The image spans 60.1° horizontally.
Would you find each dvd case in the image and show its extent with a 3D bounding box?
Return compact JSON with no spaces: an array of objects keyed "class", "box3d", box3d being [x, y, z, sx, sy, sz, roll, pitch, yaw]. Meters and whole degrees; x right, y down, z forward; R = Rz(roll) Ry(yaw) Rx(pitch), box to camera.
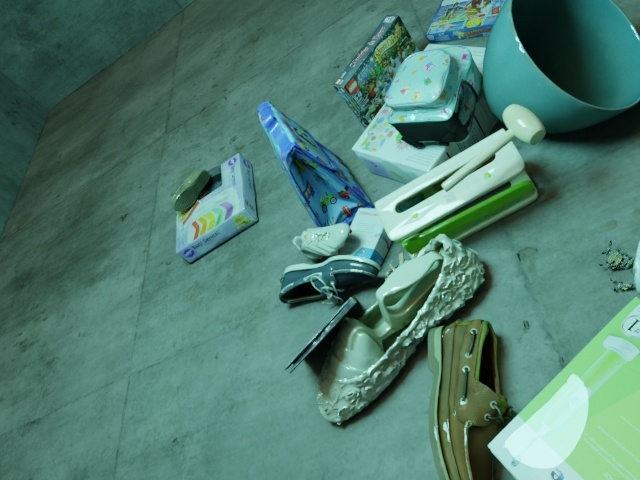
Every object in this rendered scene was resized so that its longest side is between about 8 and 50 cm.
[{"class":"dvd case","box3d":[0.008,0.168,1.029,0.018,0.221,0.164,43,89,6]}]

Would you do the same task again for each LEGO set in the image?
[{"class":"LEGO set","box3d":[0.469,0.042,0.873,0.054,0.023,0.083,0,72,42]}]

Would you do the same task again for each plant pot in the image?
[{"class":"plant pot","box3d":[0.420,-0.315,1.033,0.195,0.290,0.290,132,159,-62]}]

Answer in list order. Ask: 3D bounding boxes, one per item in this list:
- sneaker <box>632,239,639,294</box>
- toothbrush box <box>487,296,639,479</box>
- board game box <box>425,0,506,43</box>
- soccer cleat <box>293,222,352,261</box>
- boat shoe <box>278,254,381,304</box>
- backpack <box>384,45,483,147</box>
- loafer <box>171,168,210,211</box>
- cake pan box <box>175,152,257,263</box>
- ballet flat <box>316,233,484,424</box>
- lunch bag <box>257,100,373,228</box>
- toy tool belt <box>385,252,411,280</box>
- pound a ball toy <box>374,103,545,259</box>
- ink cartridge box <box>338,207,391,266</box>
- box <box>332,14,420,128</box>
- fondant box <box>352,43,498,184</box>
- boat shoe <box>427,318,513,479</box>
[{"class":"sneaker","box3d":[0.542,-0.020,0.822,0.115,0.090,0.232,7,72,34]},{"class":"toothbrush box","box3d":[0.394,0.249,0.692,0.283,0.122,0.206,-45,42,0]},{"class":"board game box","box3d":[0.382,-0.575,1.410,0.201,0.035,0.136,10,65,43]},{"class":"soccer cleat","box3d":[0.000,0.000,1.188,0.196,0.076,0.068,-29,33,62]},{"class":"boat shoe","box3d":[0.011,0.087,1.150,0.254,0.095,0.079,-8,52,36]},{"class":"backpack","box3d":[0.229,-0.299,1.102,0.165,0.144,0.188,5,60,45]},{"class":"loafer","box3d":[-0.374,-0.143,1.579,0.050,0.056,0.148,13,57,46]},{"class":"cake pan box","box3d":[-0.299,-0.098,1.569,0.245,0.070,0.267,-28,44,16]},{"class":"ballet flat","box3d":[0.115,0.144,0.995,0.409,0.147,0.147,-47,42,1]},{"class":"lunch bag","box3d":[-0.041,-0.176,1.249,0.138,0.293,0.221,-38,43,10]},{"class":"toy tool belt","box3d":[0.151,0.069,1.080,0.051,0.052,0.083,55,126,39]},{"class":"pound a ball toy","box3d":[0.252,-0.116,1.017,0.319,0.208,0.136,-31,55,18]},{"class":"ink cartridge box","box3d":[0.103,-0.004,1.179,0.088,0.052,0.123,9,66,42]},{"class":"box","box3d":[0.151,-0.417,1.381,0.044,0.159,0.233,28,78,47]},{"class":"fondant box","box3d":[0.260,-0.280,1.235,0.238,0.096,0.330,27,77,47]},{"class":"boat shoe","box3d":[0.229,0.252,0.831,0.104,0.110,0.308,-21,47,27]}]
